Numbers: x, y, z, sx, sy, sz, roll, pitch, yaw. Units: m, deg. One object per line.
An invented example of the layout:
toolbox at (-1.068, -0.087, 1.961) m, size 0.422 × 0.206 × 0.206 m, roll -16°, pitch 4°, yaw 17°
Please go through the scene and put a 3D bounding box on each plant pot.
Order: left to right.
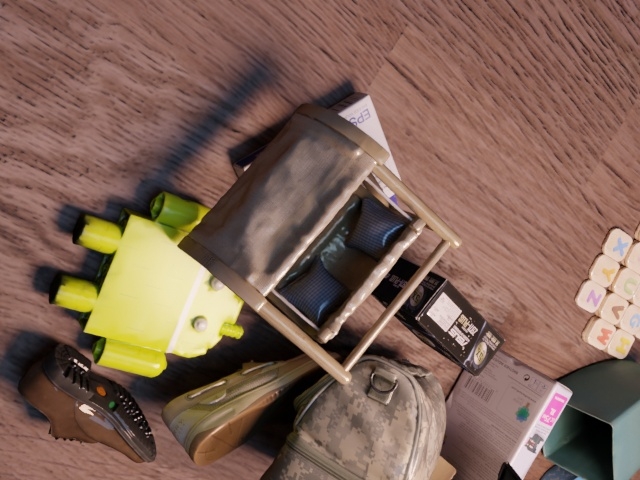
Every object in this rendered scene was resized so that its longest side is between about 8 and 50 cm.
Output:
plant pot at (0.578, 0.343, 1.461) m, size 0.234 × 0.165 × 0.166 m, roll -24°, pitch 116°, yaw -30°

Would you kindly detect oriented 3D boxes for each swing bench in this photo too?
swing bench at (0.000, 0.000, 0.967) m, size 0.253 × 0.165 × 0.254 m, roll -50°, pitch 122°, yaw -8°

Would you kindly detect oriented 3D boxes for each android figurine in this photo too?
android figurine at (-0.212, 0.064, 0.995) m, size 0.272 × 0.056 × 0.248 m, roll 23°, pitch 93°, yaw -30°

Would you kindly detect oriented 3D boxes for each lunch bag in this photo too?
lunch bag at (0.075, 0.294, 1.084) m, size 0.256 × 0.212 × 0.305 m, roll -60°, pitch 161°, yaw -3°

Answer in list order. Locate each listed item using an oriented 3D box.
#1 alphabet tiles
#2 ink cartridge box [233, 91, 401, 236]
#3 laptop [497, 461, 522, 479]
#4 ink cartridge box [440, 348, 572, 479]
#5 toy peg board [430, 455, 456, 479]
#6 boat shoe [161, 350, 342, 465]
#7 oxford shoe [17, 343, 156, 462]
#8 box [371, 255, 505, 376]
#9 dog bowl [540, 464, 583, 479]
alphabet tiles at (0.635, 0.098, 1.492) m, size 0.278 × 0.021 × 0.284 m, roll 26°, pitch 91°, yaw -33°
ink cartridge box at (0.014, -0.067, 1.083) m, size 0.223 × 0.045 × 0.224 m, roll -34°, pitch 119°, yaw -16°
laptop at (0.223, 0.628, 1.227) m, size 0.408 × 0.236 × 0.382 m, roll -27°, pitch 123°, yaw 17°
ink cartridge box at (0.277, 0.347, 1.273) m, size 0.065 × 0.186 × 0.311 m, roll 32°, pitch 89°, yaw -34°
toy peg board at (0.116, 0.397, 1.246) m, size 0.161 × 0.160 × 0.079 m, roll -50°, pitch 164°, yaw -7°
boat shoe at (-0.089, 0.217, 1.077) m, size 0.302 × 0.098 × 0.109 m, roll -20°, pitch 137°, yaw -43°
oxford shoe at (-0.309, 0.235, 0.990) m, size 0.096 × 0.083 × 0.227 m, roll -35°, pitch 120°, yaw 6°
box at (0.181, 0.117, 1.173) m, size 0.077 × 0.147 × 0.180 m, roll -51°, pitch 123°, yaw -6°
dog bowl at (0.514, 0.601, 1.550) m, size 0.166 × 0.074 × 0.297 m, roll -9°, pitch 109°, yaw -27°
